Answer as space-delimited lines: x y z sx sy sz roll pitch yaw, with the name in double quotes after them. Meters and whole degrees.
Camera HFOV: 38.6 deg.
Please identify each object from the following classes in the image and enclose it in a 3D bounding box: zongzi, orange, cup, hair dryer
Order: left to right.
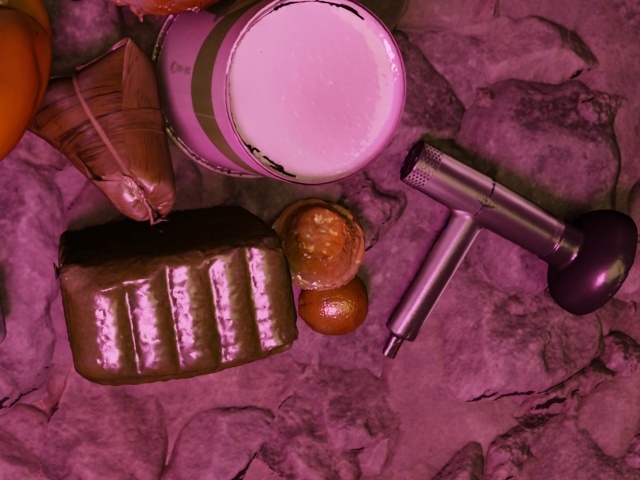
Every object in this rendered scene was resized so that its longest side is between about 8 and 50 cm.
-0.262 -0.092 0.992 0.204 0.094 0.205 -16 72 8 "zongzi"
-0.044 -0.170 1.002 0.253 0.274 0.253 -4 105 -17 "cup"
0.016 0.082 1.193 0.095 0.085 0.085 -8 106 -8 "orange"
0.223 0.037 1.263 0.320 0.156 0.284 19 118 -9 "hair dryer"

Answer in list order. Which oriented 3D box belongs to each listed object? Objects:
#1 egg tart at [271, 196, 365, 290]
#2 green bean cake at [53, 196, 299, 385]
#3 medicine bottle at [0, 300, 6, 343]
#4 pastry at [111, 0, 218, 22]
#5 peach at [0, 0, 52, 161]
0.000 0.000 1.155 0.128 0.049 0.129 4 69 -10 "egg tart"
-0.166 0.058 1.035 0.246 0.250 0.157 -10 106 -16 "green bean cake"
-0.420 0.045 1.028 0.105 0.105 0.168 -12 108 -15 "medicine bottle"
-0.152 -0.316 0.956 0.218 0.229 0.100 -16 136 -3 "pastry"
-0.428 -0.176 0.885 0.307 0.289 0.289 -29 115 24 "peach"
